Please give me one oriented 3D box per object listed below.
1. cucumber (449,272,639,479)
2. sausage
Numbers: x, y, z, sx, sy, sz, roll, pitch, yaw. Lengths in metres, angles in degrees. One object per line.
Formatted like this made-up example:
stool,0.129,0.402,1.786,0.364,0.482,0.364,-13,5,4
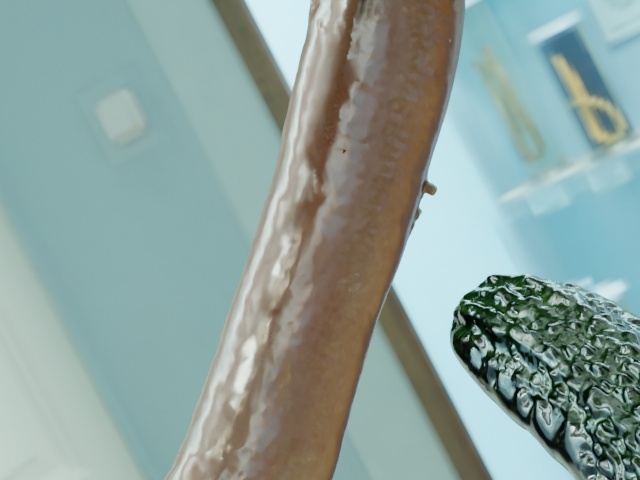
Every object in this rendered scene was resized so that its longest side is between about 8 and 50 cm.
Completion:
cucumber,0.124,0.065,0.759,0.077,0.077,0.265,-28,23,-5
sausage,0.000,0.000,0.935,0.094,0.419,0.094,16,0,-42
